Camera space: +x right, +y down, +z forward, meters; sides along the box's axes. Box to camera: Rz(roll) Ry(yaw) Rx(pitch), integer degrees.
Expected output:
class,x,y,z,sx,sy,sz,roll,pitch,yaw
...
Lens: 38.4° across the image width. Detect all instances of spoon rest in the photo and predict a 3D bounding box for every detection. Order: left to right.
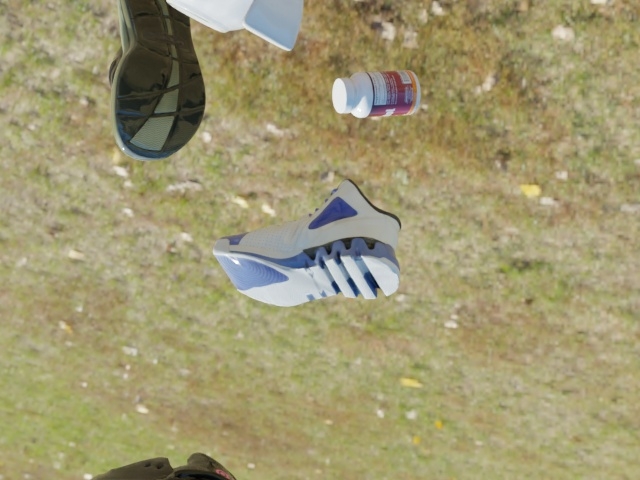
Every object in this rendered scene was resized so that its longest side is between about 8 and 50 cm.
class,x,y,z,sx,sy,sz,roll,pitch,yaw
spoon rest,-0.088,-0.257,0.939,0.137,0.084,0.276,24,-173,-32

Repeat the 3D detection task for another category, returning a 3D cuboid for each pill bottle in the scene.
class,x,y,z,sx,sy,sz,roll,pitch,yaw
pill bottle,0.103,-0.274,1.719,0.152,0.086,0.086,-6,159,-22

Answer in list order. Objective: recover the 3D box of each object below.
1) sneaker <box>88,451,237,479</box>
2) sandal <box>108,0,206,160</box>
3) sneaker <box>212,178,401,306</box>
class,x,y,z,sx,sy,sz,roll,pitch,yaw
sneaker,-0.132,0.301,0.943,0.482,0.202,0.185,-3,118,42
sandal,-0.219,-0.221,1.185,0.120,0.303,0.086,16,141,-30
sneaker,0.001,0.000,1.502,0.315,0.182,0.127,-1,136,25
